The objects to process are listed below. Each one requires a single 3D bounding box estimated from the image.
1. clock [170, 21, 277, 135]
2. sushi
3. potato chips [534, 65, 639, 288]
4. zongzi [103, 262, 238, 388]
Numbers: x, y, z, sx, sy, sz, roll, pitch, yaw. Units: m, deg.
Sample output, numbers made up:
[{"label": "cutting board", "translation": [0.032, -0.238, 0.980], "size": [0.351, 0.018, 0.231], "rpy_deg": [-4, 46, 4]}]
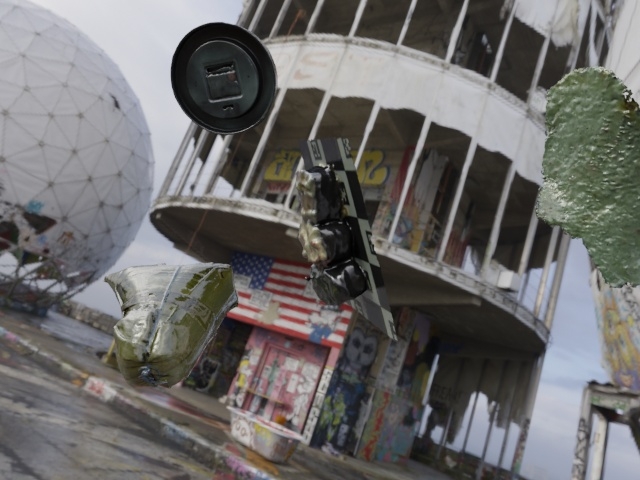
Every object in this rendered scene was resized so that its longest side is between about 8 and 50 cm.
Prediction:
[{"label": "clock", "translation": [-0.162, -0.275, 0.869], "size": [0.184, 0.184, 0.040], "rpy_deg": [20, 25, -1]}, {"label": "sushi", "translation": [0.000, 0.000, 0.970], "size": [0.100, 0.373, 0.296], "rpy_deg": [-19, 16, -15]}, {"label": "potato chips", "translation": [0.313, -0.074, 0.557], "size": [0.228, 0.167, 0.059], "rpy_deg": [50, 27, 11]}, {"label": "zongzi", "translation": [-0.303, 0.128, 0.834], "size": [0.274, 0.251, 0.125], "rpy_deg": [3, -62, 14]}]
